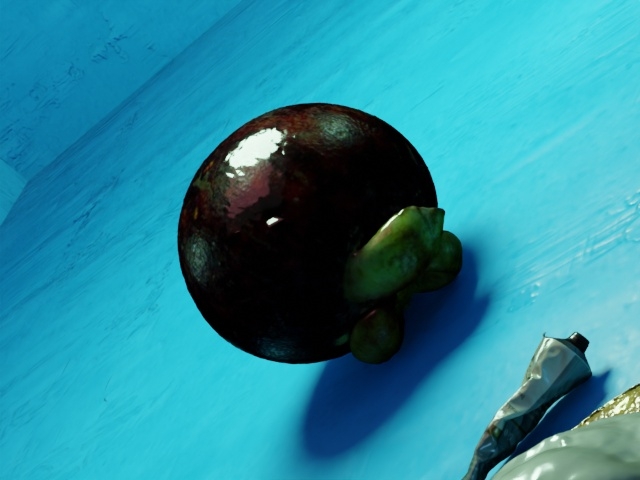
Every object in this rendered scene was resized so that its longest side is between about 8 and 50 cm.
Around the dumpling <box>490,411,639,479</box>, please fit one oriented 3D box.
[{"bbox_3d":[0.178,0.244,1.144,0.175,0.243,0.227,-14,17,-35],"label":"dumpling"}]

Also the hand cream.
[{"bbox_3d":[0.144,0.179,1.513,0.248,0.052,0.075,-57,-5,-8],"label":"hand cream"}]

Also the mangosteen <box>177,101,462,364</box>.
[{"bbox_3d":[0.000,0.000,1.900,0.288,0.288,0.288,-43,18,18],"label":"mangosteen"}]

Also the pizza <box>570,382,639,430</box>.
[{"bbox_3d":[0.225,0.156,1.341,0.175,0.046,0.134,-28,26,50],"label":"pizza"}]
